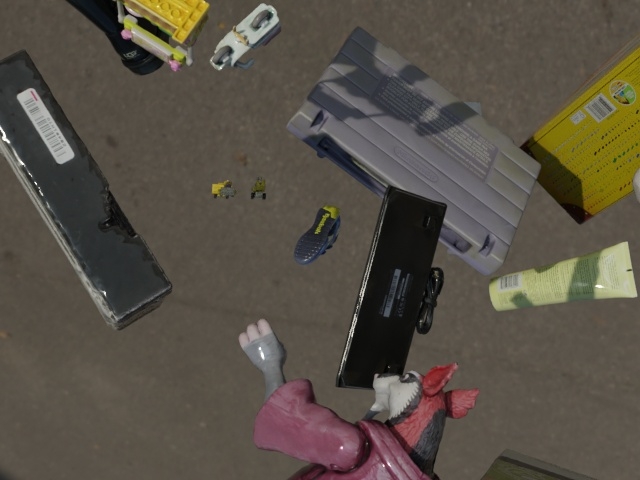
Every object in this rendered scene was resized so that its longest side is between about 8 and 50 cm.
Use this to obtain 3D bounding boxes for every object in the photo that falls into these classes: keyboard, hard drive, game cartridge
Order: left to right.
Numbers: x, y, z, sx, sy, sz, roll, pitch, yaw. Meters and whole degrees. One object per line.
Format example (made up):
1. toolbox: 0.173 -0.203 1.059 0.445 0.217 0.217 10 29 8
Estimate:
1. hard drive: -0.237 -0.025 0.933 0.237 0.064 0.339 59 167 -1
2. keyboard: 0.069 0.048 0.858 0.108 0.180 0.023 14 -179 -42
3. game cartridge: 0.144 -0.134 1.381 0.355 0.230 0.068 36 137 -7

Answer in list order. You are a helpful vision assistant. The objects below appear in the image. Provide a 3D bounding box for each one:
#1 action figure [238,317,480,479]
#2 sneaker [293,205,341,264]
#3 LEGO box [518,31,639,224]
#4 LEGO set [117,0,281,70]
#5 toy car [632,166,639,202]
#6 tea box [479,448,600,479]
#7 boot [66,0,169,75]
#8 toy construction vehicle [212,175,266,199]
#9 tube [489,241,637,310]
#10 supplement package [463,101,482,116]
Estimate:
1. action figure: -0.015 0.236 0.771 0.248 0.276 0.370 40 99 -12
2. sneaker: 0.000 0.000 1.808 0.053 0.144 0.059 17 142 26
3. LEGO box: 0.615 -0.280 1.654 0.193 0.372 0.500 47 155 2
4. LEGO set: -0.169 -0.268 0.925 0.287 0.132 0.107 54 166 6
5. toy car: 0.548 -0.052 1.372 0.159 0.182 0.136 -18 121 4
6. tea box: 0.346 0.443 1.228 0.329 0.220 0.323 16 -177 17
7. boot: -0.284 -0.380 1.330 0.094 0.246 0.207 -12 149 18
8. toy construction vehicle: -0.128 -0.084 1.511 0.086 0.035 0.098 2 178 -5
9. tube: 0.407 0.072 1.618 0.240 0.062 0.070 -14 117 29
10. supplement package: 0.229 -0.152 1.920 0.149 0.194 0.203 3 160 -9
